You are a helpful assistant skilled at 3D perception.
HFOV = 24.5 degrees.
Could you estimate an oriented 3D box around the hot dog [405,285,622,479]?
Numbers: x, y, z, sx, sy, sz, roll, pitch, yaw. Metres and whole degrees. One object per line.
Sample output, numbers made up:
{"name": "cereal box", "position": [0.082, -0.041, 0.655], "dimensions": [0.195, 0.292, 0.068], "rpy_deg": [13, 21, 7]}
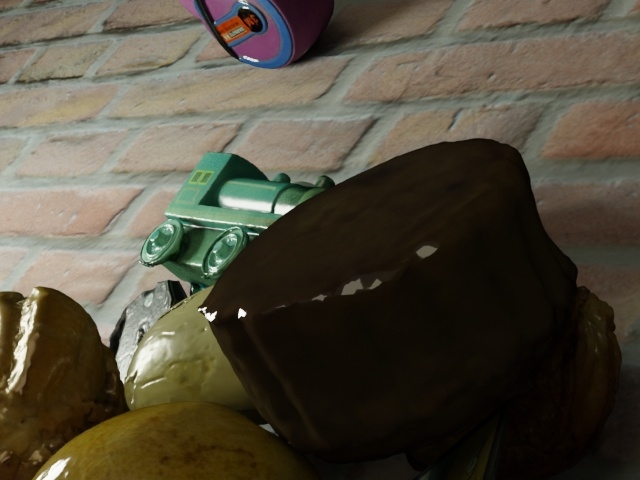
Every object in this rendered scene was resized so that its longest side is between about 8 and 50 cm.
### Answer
{"name": "hot dog", "position": [0.197, 0.147, 1.418], "dimensions": [0.259, 0.114, 0.175], "rpy_deg": [-28, 30, 40]}

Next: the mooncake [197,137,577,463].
{"name": "mooncake", "position": [0.066, 0.055, 1.330], "dimensions": [0.324, 0.187, 0.324], "rpy_deg": [-27, 16, 8]}

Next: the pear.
{"name": "pear", "position": [-0.137, 0.298, 1.354], "dimensions": [0.314, 0.314, 0.314], "rpy_deg": [-25, 32, 17]}

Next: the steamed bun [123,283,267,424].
{"name": "steamed bun", "position": [-0.076, 0.115, 1.576], "dimensions": [0.232, 0.166, 0.273], "rpy_deg": [-12, -7, 41]}

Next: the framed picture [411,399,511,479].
{"name": "framed picture", "position": [0.055, 0.302, 1.281], "dimensions": [0.324, 0.013, 0.244], "rpy_deg": [-49, 13, 46]}

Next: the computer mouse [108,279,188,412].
{"name": "computer mouse", "position": [-0.207, 0.147, 1.856], "dimensions": [0.126, 0.071, 0.231], "rpy_deg": [-31, 37, 32]}

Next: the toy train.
{"name": "toy train", "position": [-0.091, -0.012, 1.787], "dimensions": [0.298, 0.120, 0.194], "rpy_deg": [9, 61, 56]}

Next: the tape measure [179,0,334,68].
{"name": "tape measure", "position": [-0.101, -0.395, 2.333], "dimensions": [0.149, 0.245, 0.231], "rpy_deg": [-52, 19, -29]}

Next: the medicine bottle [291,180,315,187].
{"name": "medicine bottle", "position": [0.000, 0.000, 1.844], "dimensions": [0.121, 0.083, 0.229], "rpy_deg": [-40, 29, 6]}

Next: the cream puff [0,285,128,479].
{"name": "cream puff", "position": [-0.351, 0.218, 1.721], "dimensions": [0.343, 0.231, 0.327], "rpy_deg": [-46, 27, 14]}
